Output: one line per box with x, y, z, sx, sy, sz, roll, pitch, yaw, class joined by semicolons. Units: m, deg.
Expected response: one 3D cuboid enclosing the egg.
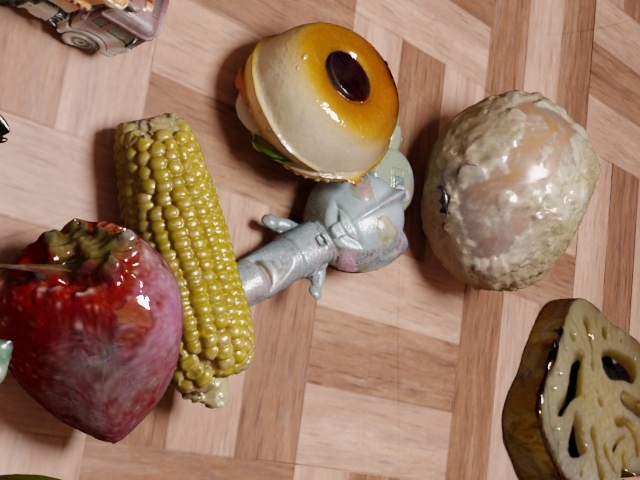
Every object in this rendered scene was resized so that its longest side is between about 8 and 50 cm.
0.282;-0.077;1.538;0.279;0.279;0.310;9;106;-45;egg

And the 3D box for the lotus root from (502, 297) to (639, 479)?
0.472;0.289;1.807;0.390;0.111;0.375;-8;91;-42;lotus root

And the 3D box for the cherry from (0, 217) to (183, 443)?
-0.237;0.100;1.052;0.192;0.175;0.249;-16;108;-20;cherry

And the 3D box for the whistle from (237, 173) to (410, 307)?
0.000;0.001;1.348;0.346;0.134;0.142;-30;112;-32;whistle

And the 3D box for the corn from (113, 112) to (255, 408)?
-0.158;0.024;1.172;0.130;0.130;0.347;-15;94;-45;corn

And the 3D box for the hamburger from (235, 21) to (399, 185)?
0.002;-0.184;1.323;0.237;0.147;0.237;19;56;-31;hamburger

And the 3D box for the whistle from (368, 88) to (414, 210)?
0.101;-0.133;1.496;0.104;0.057;0.198;11;80;-45;whistle

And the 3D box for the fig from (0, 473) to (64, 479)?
-0.323;0.282;1.009;0.259;0.151;0.151;35;58;-3;fig

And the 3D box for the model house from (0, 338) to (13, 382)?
-0.422;0.151;0.828;0.237;0.202;0.237;36;61;-31;model house

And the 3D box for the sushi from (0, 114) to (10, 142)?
-0.411;-0.098;0.909;0.287;0.149;0.140;-34;114;-47;sushi

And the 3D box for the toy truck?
-0.286;-0.301;1.062;0.270;0.135;0.114;27;67;-41;toy truck
